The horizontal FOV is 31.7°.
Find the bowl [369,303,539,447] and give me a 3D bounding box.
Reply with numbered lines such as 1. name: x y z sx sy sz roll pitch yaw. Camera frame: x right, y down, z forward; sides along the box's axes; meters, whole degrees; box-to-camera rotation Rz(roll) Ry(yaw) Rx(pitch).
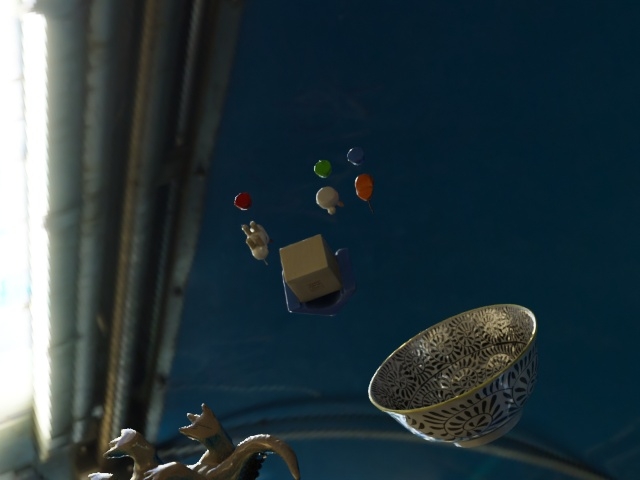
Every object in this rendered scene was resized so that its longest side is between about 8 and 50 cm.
1. bowl: 0.137 0.138 1.041 0.080 0.170 0.170 62 -21 -15

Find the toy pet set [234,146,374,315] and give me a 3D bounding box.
1. toy pet set: 0.000 0.000 0.966 0.065 0.122 0.114 56 18 -51

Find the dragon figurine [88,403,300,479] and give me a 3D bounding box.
1. dragon figurine: -0.084 0.208 0.847 0.289 0.085 0.144 -21 -65 35
